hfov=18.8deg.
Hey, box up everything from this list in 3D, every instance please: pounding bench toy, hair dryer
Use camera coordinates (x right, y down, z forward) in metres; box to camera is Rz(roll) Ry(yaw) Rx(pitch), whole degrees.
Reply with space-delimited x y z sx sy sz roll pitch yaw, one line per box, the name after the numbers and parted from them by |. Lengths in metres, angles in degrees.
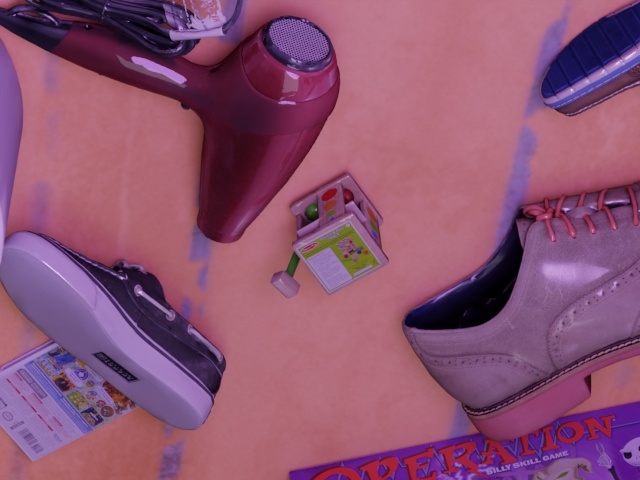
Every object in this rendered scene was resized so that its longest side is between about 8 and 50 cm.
0.000 0.000 1.416 0.083 0.065 0.052 -29 121 15 | pounding bench toy
-0.095 -0.122 1.343 0.224 0.080 0.293 -4 126 28 | hair dryer

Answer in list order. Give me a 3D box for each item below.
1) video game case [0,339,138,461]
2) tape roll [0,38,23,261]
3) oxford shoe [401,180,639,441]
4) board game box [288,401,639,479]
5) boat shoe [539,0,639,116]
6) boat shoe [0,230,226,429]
-0.200 0.117 1.512 0.122 0.011 0.087 -28 120 14 | video game case
-0.328 -0.053 1.302 0.246 0.169 0.246 -1 123 -2 | tape roll
0.212 0.011 1.406 0.348 0.123 0.130 -40 111 19 | oxford shoe
0.151 0.225 1.487 0.347 0.208 0.056 -12 119 4 | board game box
0.241 -0.133 1.345 0.183 0.066 0.066 -32 120 16 | boat shoe
-0.154 0.054 1.442 0.078 0.070 0.219 -8 136 42 | boat shoe
